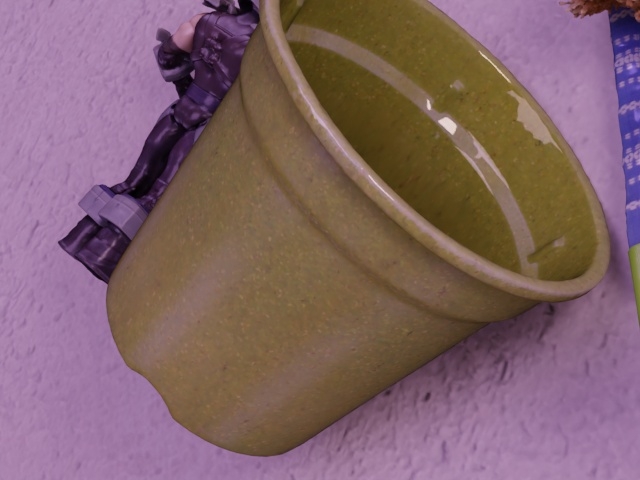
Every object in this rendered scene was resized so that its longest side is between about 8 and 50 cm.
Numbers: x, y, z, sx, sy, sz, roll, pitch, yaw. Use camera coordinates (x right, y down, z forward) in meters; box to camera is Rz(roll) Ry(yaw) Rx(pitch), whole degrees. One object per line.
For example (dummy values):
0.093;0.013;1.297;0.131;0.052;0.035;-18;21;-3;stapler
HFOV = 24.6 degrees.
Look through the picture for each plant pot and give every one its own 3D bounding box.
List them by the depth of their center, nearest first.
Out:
0.000;0.000;0.958;0.254;0.276;0.276;-45;49;29;plant pot

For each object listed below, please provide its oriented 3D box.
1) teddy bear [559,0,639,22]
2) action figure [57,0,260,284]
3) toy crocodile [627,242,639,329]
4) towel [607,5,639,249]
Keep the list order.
0.285;-0.165;0.858;0.338;0.113;0.245;12;69;47;teddy bear
-0.098;-0.091;1.169;0.285;0.099;0.185;-55;41;1;action figure
0.322;0.005;0.710;0.340;0.105;0.115;-13;70;11;toy crocodile
0.289;-0.150;0.918;0.243;0.040;0.336;-17;61;32;towel
